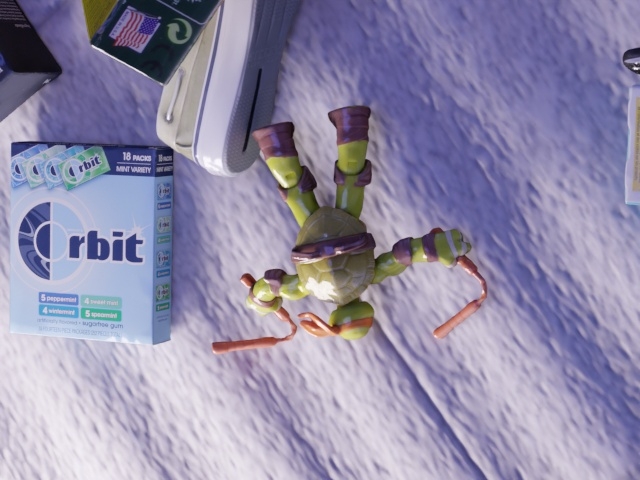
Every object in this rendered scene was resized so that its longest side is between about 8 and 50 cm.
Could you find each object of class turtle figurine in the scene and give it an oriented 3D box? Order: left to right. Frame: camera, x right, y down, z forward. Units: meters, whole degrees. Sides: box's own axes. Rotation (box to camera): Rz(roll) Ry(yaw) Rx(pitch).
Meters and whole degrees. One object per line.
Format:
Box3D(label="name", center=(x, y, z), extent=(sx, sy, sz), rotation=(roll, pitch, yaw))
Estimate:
Box3D(label="turtle figurine", center=(0.000, 0.000, 1.732), extent=(0.270, 0.087, 0.217), rotation=(-13, 89, 24))

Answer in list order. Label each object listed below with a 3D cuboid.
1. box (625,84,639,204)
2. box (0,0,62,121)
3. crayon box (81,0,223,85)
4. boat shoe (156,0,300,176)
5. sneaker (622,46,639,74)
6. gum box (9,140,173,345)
Box3D(label="box", center=(0.373, -0.073, 1.581), extent=(0.244, 0.060, 0.100), rotation=(4, 96, 23))
Box3D(label="box", center=(-0.361, -0.177, 1.869), extent=(0.156, 0.093, 0.158), rotation=(-38, 81, 21))
Box3D(label="crayon box", center=(-0.128, -0.290, 1.697), extent=(0.081, 0.318, 0.202), rotation=(28, 110, -24))
Box3D(label="boat shoe", center=(-0.080, -0.207, 1.741), extent=(0.094, 0.109, 0.302), rotation=(21, 105, 22))
Box3D(label="sneaker", center=(0.303, -0.163, 1.621), extent=(0.109, 0.040, 0.043), rotation=(-10, 74, 20))
Box3D(label="gum box", center=(-0.217, 0.001, 1.850), extent=(0.157, 0.041, 0.184), rotation=(3, 96, 23))
